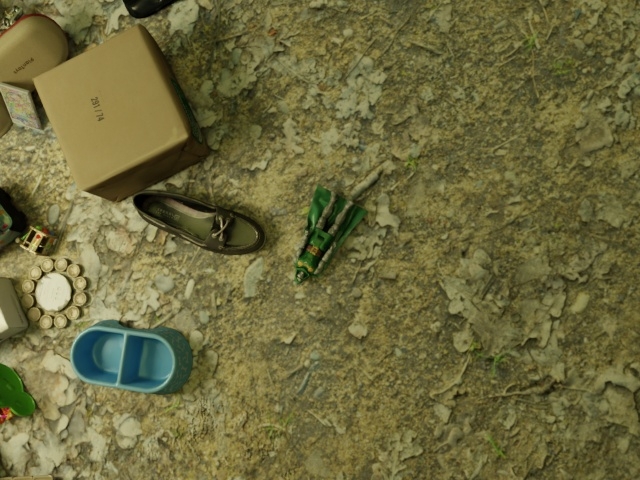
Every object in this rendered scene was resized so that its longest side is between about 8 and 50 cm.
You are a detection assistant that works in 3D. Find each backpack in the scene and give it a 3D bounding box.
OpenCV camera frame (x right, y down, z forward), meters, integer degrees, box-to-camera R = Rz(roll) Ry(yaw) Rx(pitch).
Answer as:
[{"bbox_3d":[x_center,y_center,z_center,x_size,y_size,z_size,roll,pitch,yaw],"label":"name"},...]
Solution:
[{"bbox_3d":[-0.868,-0.038,1.503,0.188,0.144,0.166,-41,86,5],"label":"backpack"}]

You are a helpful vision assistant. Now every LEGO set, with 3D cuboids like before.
[{"bbox_3d":[-0.933,-0.586,1.611,0.287,0.107,0.132,19,52,14],"label":"LEGO set"}]

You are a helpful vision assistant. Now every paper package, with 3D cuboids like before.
[{"bbox_3d":[-0.480,-0.302,1.464,0.310,0.168,0.324,-26,80,5],"label":"paper package"}]

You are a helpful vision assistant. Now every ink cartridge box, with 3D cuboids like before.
[{"bbox_3d":[-0.864,0.199,1.502,0.203,0.086,0.148,-29,81,5],"label":"ink cartridge box"}]

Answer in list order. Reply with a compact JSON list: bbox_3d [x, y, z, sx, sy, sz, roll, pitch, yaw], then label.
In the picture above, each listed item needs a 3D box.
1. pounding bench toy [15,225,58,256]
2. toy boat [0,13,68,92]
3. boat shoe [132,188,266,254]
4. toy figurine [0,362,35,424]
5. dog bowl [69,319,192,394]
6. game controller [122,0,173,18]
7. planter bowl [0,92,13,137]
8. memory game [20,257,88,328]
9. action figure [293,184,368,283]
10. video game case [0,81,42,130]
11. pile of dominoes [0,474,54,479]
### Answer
[{"bbox_3d":[-0.725,-0.008,1.522,0.083,0.052,0.065,26,88,10],"label":"pounding bench toy"},{"bbox_3d":[-0.770,-0.492,1.554,0.231,0.151,0.151,-38,51,3],"label":"toy boat"},{"bbox_3d":[-0.299,-0.043,1.444,0.335,0.095,0.112,18,86,10],"label":"boat shoe"},{"bbox_3d":[-0.822,0.411,1.478,0.159,0.130,0.173,-41,105,15],"label":"toy figurine"},{"bbox_3d":[-0.461,0.283,1.443,0.298,0.074,0.165,7,85,8],"label":"dog bowl"},{"bbox_3d":[-0.483,-0.743,1.574,0.167,0.067,0.319,-27,80,19],"label":"game controller"},{"bbox_3d":[-0.900,-0.346,1.556,0.162,0.109,0.162,-1,83,8],"label":"planter bowl"},{"bbox_3d":[-0.675,0.134,1.520,0.186,0.012,0.186,-1,84,8],"label":"memory game"},{"bbox_3d":[0.000,0.000,1.419,0.137,0.063,0.232,27,92,7],"label":"action figure"},{"bbox_3d":[-0.769,-0.342,1.539,0.087,0.122,0.011,18,50,9],"label":"video game case"},{"bbox_3d":[-0.727,0.674,1.468,0.251,0.040,0.195,-9,83,15],"label":"pile of dominoes"}]
